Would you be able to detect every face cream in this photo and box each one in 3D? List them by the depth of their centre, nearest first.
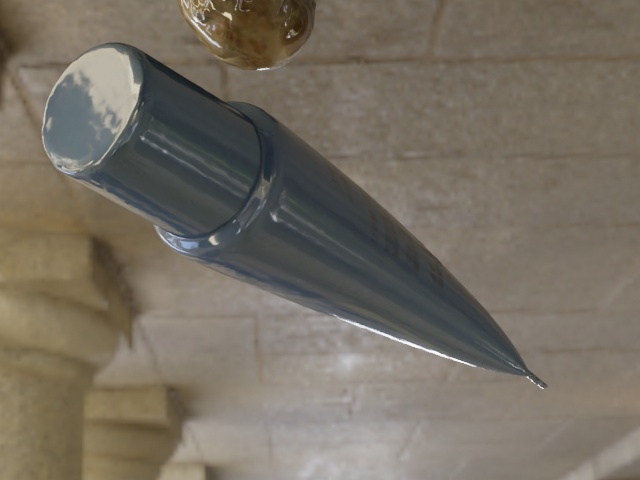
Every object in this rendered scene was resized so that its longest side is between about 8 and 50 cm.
[{"bbox_3d":[0.000,0.000,0.785,0.135,0.086,0.385,39,-175,40],"label":"face cream"}]

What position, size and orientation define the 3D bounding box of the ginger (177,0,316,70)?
[{"bbox_3d":[0.021,-0.306,1.145,0.375,0.176,0.256,-32,140,9],"label":"ginger"}]
